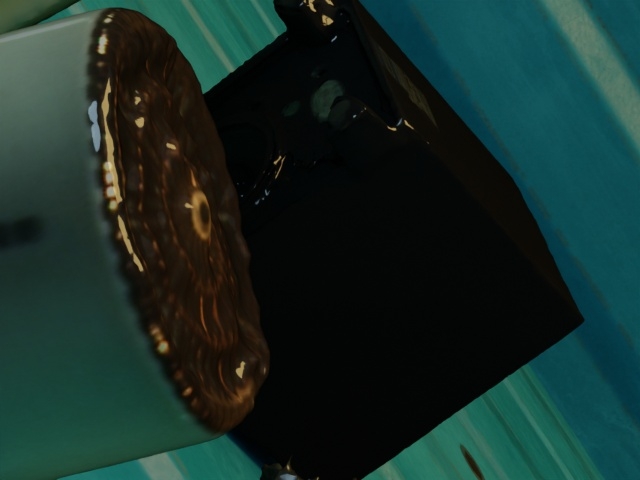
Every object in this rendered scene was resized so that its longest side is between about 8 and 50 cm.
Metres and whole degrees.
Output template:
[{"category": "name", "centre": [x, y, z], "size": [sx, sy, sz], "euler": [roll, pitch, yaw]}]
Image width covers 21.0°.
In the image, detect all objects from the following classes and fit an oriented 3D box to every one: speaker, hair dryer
[{"category": "speaker", "centre": [0.000, 0.000, 1.162], "size": [0.254, 0.232, 0.184], "euler": [45, 15, -35]}, {"category": "hair dryer", "centre": [-0.101, 0.130, 0.497], "size": [0.128, 0.203, 0.361], "euler": [-8, 84, -80]}]

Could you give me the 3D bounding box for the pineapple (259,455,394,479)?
[{"category": "pineapple", "centre": [0.020, 0.185, 1.068], "size": [0.198, 0.108, 0.108], "euler": [38, 20, -44]}]

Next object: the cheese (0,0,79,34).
[{"category": "cheese", "centre": [-0.164, -0.167, 0.845], "size": [0.265, 0.243, 0.123], "euler": [-92, 157, -71]}]
